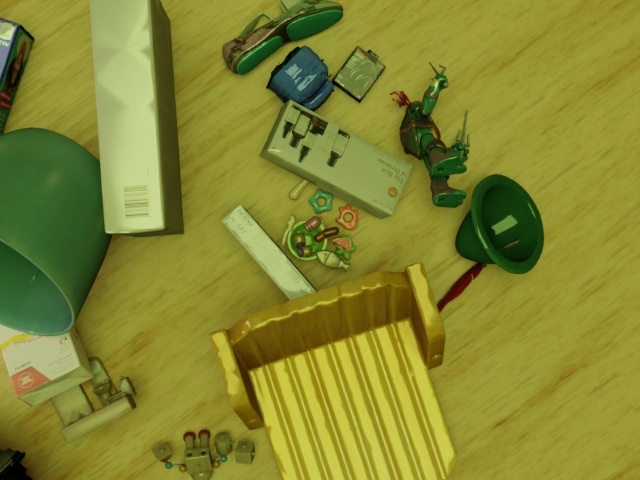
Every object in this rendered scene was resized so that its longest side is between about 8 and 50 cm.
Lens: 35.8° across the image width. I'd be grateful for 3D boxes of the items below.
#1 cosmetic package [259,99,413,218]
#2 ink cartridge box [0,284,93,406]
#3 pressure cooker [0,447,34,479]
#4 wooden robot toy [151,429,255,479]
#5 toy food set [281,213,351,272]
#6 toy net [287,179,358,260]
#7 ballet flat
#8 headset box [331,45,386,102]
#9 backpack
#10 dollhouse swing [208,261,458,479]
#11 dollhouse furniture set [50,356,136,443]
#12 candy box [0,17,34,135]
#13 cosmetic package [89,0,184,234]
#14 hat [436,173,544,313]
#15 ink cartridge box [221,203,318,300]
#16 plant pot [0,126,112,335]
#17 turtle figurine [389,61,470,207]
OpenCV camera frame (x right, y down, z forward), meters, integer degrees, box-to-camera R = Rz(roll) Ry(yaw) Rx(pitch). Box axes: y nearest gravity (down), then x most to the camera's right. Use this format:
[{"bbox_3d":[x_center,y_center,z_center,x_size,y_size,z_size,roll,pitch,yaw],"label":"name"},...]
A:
[{"bbox_3d":[0.028,-0.132,1.652,0.239,0.060,0.099,26,79,-15],"label":"cosmetic package"},{"bbox_3d":[-0.464,0.156,1.631,0.115,0.067,0.198,-26,64,-3],"label":"ink cartridge box"},{"bbox_3d":[-0.631,0.442,1.510,0.420,0.370,0.375,35,64,-1],"label":"pressure cooker"},{"bbox_3d":[-0.195,0.373,1.682,0.173,0.076,0.079,-6,124,-2],"label":"wooden robot toy"},{"bbox_3d":[0.000,0.000,1.658,0.122,0.019,0.078,19,89,-3],"label":"toy food set"},{"bbox_3d":[0.004,-0.082,1.692,0.122,0.045,0.232,0,89,-1],"label":"toy net"},{"bbox_3d":[-0.071,-0.365,1.688,0.221,0.077,0.079,-30,70,-1],"label":"ballet flat"},{"bbox_3d":[0.068,-0.288,1.704,0.062,0.032,0.083,37,90,0],"label":"headset box"},{"bbox_3d":[-0.027,-0.270,1.657,0.101,0.120,0.098,40,88,0],"label":"backpack"},{"bbox_3d":[0.046,0.265,1.578,0.346,0.315,0.305,-17,69,-2],"label":"dollhouse swing"},{"bbox_3d":[-0.388,0.246,1.625,0.144,0.151,0.123,-27,89,-4],"label":"dollhouse furniture set"},{"bbox_3d":[-0.658,-0.239,1.641,0.268,0.122,0.317,18,90,-1],"label":"candy box"},{"bbox_3d":[-0.284,-0.196,1.569,0.097,0.284,0.377,-4,89,0],"label":"cosmetic package"},{"bbox_3d":[0.255,0.005,1.708,0.173,0.183,0.208,56,47,-6],"label":"hat"},{"bbox_3d":[-0.080,0.032,1.662,0.046,0.097,0.207,-41,91,-2],"label":"ink cartridge box"},{"bbox_3d":[-0.454,-0.031,1.536,0.293,0.293,0.235,27,57,-1],"label":"plant pot"},{"bbox_3d":[0.191,-0.175,1.655,0.118,0.175,0.234,-20,48,14],"label":"turtle figurine"}]
